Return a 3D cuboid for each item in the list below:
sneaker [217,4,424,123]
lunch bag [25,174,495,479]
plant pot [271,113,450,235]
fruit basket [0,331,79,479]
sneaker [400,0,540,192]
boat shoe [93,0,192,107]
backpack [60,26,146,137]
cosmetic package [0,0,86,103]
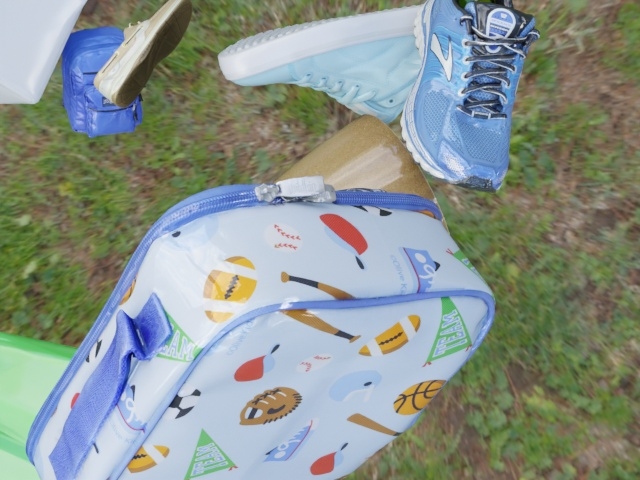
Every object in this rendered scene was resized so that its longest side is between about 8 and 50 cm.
[{"bbox_3d":[0.050,-0.220,1.564,0.366,0.135,0.150,-13,101,-20],"label":"sneaker"},{"bbox_3d":[-0.047,0.084,0.762,0.303,0.243,0.115,-56,49,37],"label":"lunch bag"},{"bbox_3d":[0.000,0.000,1.514,0.254,0.237,0.237,-28,94,-13],"label":"plant pot"},{"bbox_3d":[-0.170,0.289,1.001,0.392,0.283,0.392,2,79,-11],"label":"fruit basket"},{"bbox_3d":[0.177,-0.204,1.406,0.130,0.147,0.330,11,56,-16],"label":"sneaker"},{"bbox_3d":[-0.184,-0.202,1.231,0.045,0.050,0.135,31,77,20],"label":"boat shoe"},{"bbox_3d":[-0.260,-0.193,1.455,0.098,0.101,0.120,-13,131,-22],"label":"backpack"},{"bbox_3d":[-0.486,-0.380,1.466,0.327,0.394,0.329,29,77,-34],"label":"cosmetic package"}]
